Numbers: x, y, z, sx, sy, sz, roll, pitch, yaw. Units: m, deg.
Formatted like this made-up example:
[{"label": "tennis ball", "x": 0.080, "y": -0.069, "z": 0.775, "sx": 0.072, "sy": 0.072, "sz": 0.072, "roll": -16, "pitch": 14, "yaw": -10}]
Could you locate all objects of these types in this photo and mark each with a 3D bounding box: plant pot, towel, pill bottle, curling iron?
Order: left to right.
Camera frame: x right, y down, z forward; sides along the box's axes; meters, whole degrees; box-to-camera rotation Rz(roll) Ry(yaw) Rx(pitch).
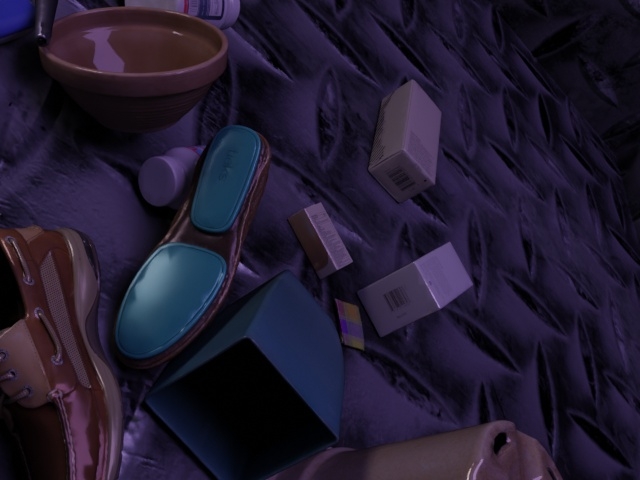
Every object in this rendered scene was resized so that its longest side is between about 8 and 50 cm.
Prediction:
[{"label": "curling iron", "x": -0.346, "y": -0.326, "z": 1.088, "sx": 0.068, "sy": 0.035, "sz": 0.274, "roll": 39, "pitch": 23, "yaw": -32}, {"label": "plant pot", "x": -0.242, "y": -0.216, "z": 1.087, "sx": 0.237, "sy": 0.110, "sz": 0.237, "roll": 5, "pitch": 35, "yaw": -3}, {"label": "pill bottle", "x": -0.210, "y": -0.372, "z": 1.305, "sx": 0.108, "sy": 0.108, "sz": 0.180, "roll": 62, "pitch": 31, "yaw": 3}, {"label": "pill bottle", "x": -0.172, "y": -0.087, "z": 1.146, "sx": 0.160, "sy": 0.087, "sz": 0.087, "roll": -15, "pitch": 77, "yaw": -58}, {"label": "plant pot", "x": -0.069, "y": 0.152, "z": 1.035, "sx": 0.166, "sy": 0.165, "sz": 0.234, "roll": 51, "pitch": 25, "yaw": -14}, {"label": "towel", "x": 0.048, "y": 0.137, "z": 1.348, "sx": 0.060, "sy": 0.009, "sz": 0.083, "roll": 23, "pitch": 48, "yaw": -45}, {"label": "plant pot", "x": 0.133, "y": 0.368, "z": 0.999, "sx": 0.333, "sy": 0.305, "sz": 0.334, "roll": 35, "pitch": 39, "yaw": -35}]

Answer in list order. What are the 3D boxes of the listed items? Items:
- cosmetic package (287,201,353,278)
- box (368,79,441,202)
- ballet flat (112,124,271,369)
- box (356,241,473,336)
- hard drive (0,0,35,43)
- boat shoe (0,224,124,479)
[{"label": "cosmetic package", "x": 0.000, "y": 0.000, "z": 1.361, "sx": 0.060, "sy": 0.041, "sz": 0.115, "roll": -22, "pitch": 83, "yaw": -58}, {"label": "box", "x": 0.181, "y": -0.212, "z": 1.740, "sx": 0.113, "sy": 0.094, "sz": 0.275, "roll": 45, "pitch": 34, "yaw": -23}, {"label": "ballet flat", "x": -0.149, "y": 0.017, "z": 1.046, "sx": 0.124, "sy": 0.116, "sz": 0.343, "roll": 84, "pitch": 23, "yaw": -65}, {"label": "box", "x": 0.168, "y": 0.084, "z": 1.446, "sx": 0.170, "sy": 0.130, "sz": 0.091, "roll": -21, "pitch": 82, "yaw": -58}, {"label": "hard drive", "x": -0.481, "y": -0.288, "z": 0.917, "sx": 0.210, "sy": 0.040, "sz": 0.319, "roll": 54, "pitch": 32, "yaw": -10}, {"label": "boat shoe", "x": -0.281, "y": 0.125, "z": 0.808, "sx": 0.119, "sy": 0.122, "sz": 0.324, "roll": 15, "pitch": 45, "yaw": -42}]
